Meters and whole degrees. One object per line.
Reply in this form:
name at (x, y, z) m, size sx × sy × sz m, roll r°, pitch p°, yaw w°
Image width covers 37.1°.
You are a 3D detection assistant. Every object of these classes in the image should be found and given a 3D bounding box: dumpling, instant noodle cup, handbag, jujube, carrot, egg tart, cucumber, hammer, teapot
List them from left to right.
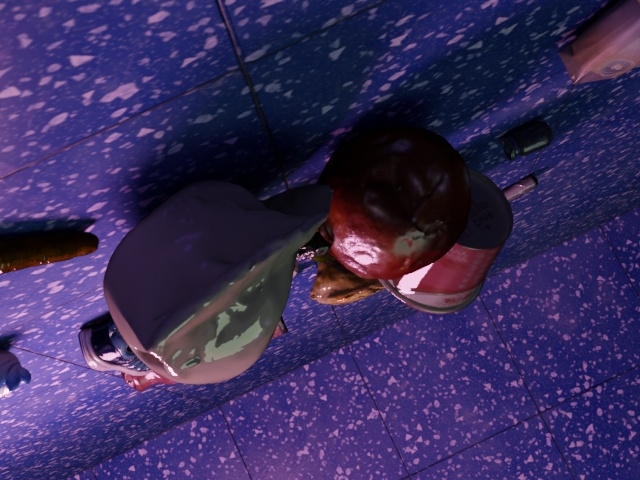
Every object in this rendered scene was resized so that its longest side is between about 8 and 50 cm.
carrot at (-0.334, 0.013, 1.122) m, size 0.042 × 0.042 × 0.171 m, roll -35°, pitch 166°, yaw 35°
dumpling at (-0.113, 0.030, 1.211) m, size 0.316 × 0.233 × 0.395 m, roll -32°, pitch -169°, yaw -4°
cucumber at (-0.075, 0.011, 1.357) m, size 0.044 × 0.043 × 0.257 m, roll -22°, pitch -169°, yaw -38°
egg tart at (0.086, 0.046, 1.826) m, size 0.252 × 0.098 × 0.232 m, roll -20°, pitch -169°, yaw 5°
jujube at (0.097, -0.047, 1.366) m, size 0.223 × 0.223 × 0.318 m, roll -25°, pitch 174°, yaw -5°
instant noodle cup at (0.221, -0.013, 1.692) m, size 0.235 × 0.234 × 0.178 m, roll -17°, pitch 154°, yaw -32°
hammer at (0.288, -0.029, 2.111) m, size 0.427 × 0.044 × 0.152 m, roll -30°, pitch 167°, yaw 16°
teapot at (0.356, -0.179, 1.664) m, size 0.083 × 0.063 × 0.049 m, roll -22°, pitch 135°, yaw -2°
handbag at (0.419, -0.277, 1.283) m, size 0.117 × 0.095 × 0.173 m, roll -20°, pitch 169°, yaw -37°

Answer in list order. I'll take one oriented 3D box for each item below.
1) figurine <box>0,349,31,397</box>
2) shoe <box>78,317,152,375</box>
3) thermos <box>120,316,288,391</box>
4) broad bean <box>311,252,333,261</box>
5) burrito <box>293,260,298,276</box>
figurine at (-0.511, 0.213, 1.474) m, size 0.114 × 0.079 × 0.114 m, roll -1°, pitch -155°, yaw 1°
shoe at (-0.320, 0.176, 1.652) m, size 0.106 × 0.091 × 0.207 m, roll -27°, pitch 161°, yaw 19°
thermos at (-0.236, 0.197, 1.858) m, size 0.330 × 0.109 × 0.136 m, roll -25°, pitch 167°, yaw -1°
broad bean at (-0.003, 0.003, 1.677) m, size 0.065 × 0.046 × 0.254 m, roll -38°, pitch 167°, yaw -5°
burrito at (-0.121, 0.069, 1.560) m, size 0.076 × 0.117 × 0.392 m, roll -6°, pitch 160°, yaw -25°
